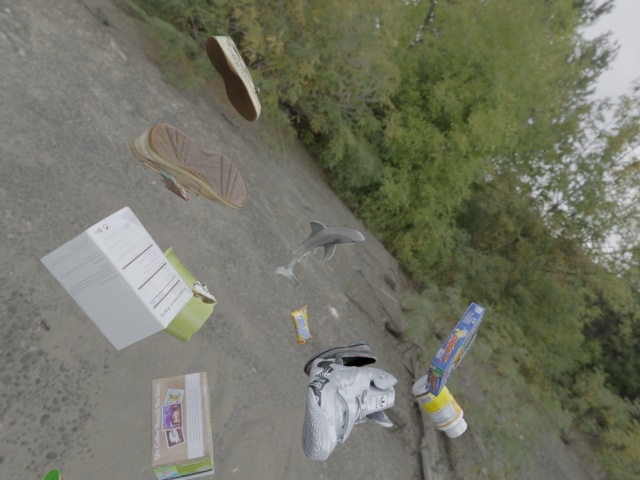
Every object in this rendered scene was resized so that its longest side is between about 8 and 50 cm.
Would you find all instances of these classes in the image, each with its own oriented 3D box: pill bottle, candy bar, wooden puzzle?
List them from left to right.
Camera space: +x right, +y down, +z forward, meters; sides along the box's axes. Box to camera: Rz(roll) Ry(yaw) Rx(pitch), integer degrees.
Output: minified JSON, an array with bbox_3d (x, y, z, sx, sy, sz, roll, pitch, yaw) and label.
[{"bbox_3d":[-0.248,-0.093,0.713,0.083,0.006,0.049,29,-26,34],"label":"wooden puzzle"},{"bbox_3d":[-0.043,0.196,0.977,0.018,0.040,0.162,53,-20,34],"label":"candy bar"},{"bbox_3d":[0.444,0.612,1.565,0.215,0.117,0.117,55,16,3],"label":"pill bottle"}]

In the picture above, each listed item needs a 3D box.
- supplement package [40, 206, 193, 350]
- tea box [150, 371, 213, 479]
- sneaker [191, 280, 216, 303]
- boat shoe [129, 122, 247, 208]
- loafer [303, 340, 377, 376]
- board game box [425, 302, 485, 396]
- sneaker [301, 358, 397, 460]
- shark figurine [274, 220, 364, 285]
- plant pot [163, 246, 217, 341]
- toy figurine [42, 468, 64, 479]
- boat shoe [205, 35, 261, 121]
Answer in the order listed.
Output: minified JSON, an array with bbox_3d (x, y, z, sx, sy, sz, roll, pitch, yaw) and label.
[{"bbox_3d":[-0.306,0.059,0.655,0.179,0.105,0.105,59,19,-17],"label":"supplement package"},{"bbox_3d":[-0.560,0.769,1.730,0.219,0.324,0.329,-5,52,-14],"label":"tea box"},{"bbox_3d":[-0.277,0.125,1.016,0.083,0.031,0.037,57,22,-54],"label":"sneaker"},{"bbox_3d":[-0.328,-0.182,1.108,0.341,0.110,0.122,38,50,-49],"label":"boat shoe"},{"bbox_3d":[0.075,0.413,1.437,0.267,0.096,0.084,-10,31,-31],"label":"loafer"},{"bbox_3d":[0.322,0.261,1.009,0.035,0.201,0.136,29,-35,29],"label":"board game box"},{"bbox_3d":[0.073,0.374,0.965,0.210,0.138,0.366,5,3,2],"label":"sneaker"},{"bbox_3d":[-0.027,0.002,1.283,0.166,0.278,0.116,55,-6,48],"label":"shark figurine"},{"bbox_3d":[-0.513,0.208,1.468,0.254,0.276,0.276,41,17,-13],"label":"plant pot"},{"bbox_3d":[-0.905,0.922,1.497,0.159,0.130,0.173,44,32,-40],"label":"toy figurine"},{"bbox_3d":[-0.263,-0.529,1.370,0.089,0.104,0.286,-37,106,-43],"label":"boat shoe"}]
